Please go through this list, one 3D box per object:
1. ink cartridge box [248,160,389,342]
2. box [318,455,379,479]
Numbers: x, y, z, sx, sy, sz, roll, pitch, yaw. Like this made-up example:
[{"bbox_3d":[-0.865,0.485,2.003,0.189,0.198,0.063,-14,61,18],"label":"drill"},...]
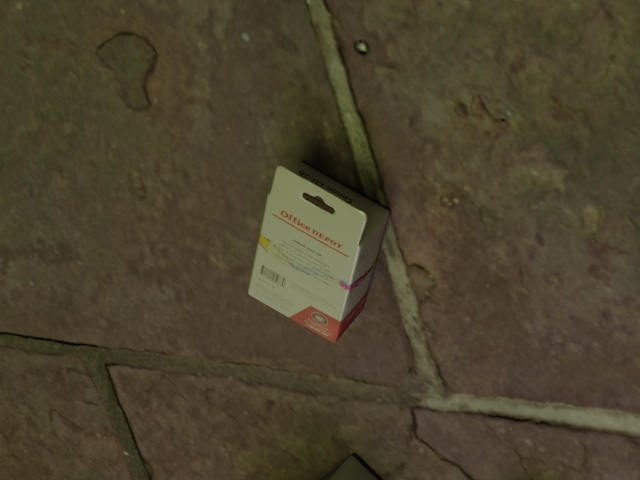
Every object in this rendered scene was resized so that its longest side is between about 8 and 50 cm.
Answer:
[{"bbox_3d":[0.000,0.000,1.741,0.115,0.067,0.198,30,138,14],"label":"ink cartridge box"},{"bbox_3d":[0.071,0.461,1.989,0.345,0.168,0.215,44,138,0],"label":"box"}]
